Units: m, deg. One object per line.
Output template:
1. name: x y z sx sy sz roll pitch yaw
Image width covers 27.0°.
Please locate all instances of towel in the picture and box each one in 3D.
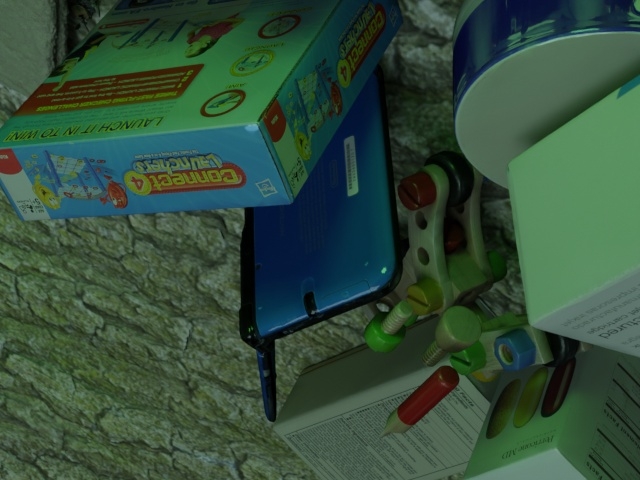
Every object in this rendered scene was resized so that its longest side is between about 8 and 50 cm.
1. towel: -0.354 -0.272 1.439 0.187 0.049 0.282 29 148 6

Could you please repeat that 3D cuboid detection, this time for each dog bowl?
1. dog bowl: 0.247 -0.141 1.171 0.264 0.104 0.265 3 150 2

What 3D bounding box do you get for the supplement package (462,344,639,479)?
1. supplement package: 0.272 0.192 1.426 0.134 0.244 0.139 45 134 -15

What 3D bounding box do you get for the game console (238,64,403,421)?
1. game console: 0.000 0.000 1.382 0.250 0.293 0.173 -23 140 25

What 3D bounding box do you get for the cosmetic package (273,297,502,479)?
1. cosmetic package: 0.109 0.202 1.616 0.309 0.113 0.160 -26 114 40

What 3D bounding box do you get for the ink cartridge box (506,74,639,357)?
1. ink cartridge box: 0.401 -0.008 1.114 0.394 0.166 0.285 16 146 -32

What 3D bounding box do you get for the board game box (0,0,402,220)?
1. board game box: -0.115 -0.149 1.276 0.308 0.302 0.086 -2 128 29

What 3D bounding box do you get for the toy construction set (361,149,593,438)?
1. toy construction set: 0.131 0.085 1.382 0.257 0.309 0.237 39 141 2

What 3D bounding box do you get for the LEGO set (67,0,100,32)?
1. LEGO set: -0.251 -0.249 1.462 0.083 0.023 0.054 36 140 -26
